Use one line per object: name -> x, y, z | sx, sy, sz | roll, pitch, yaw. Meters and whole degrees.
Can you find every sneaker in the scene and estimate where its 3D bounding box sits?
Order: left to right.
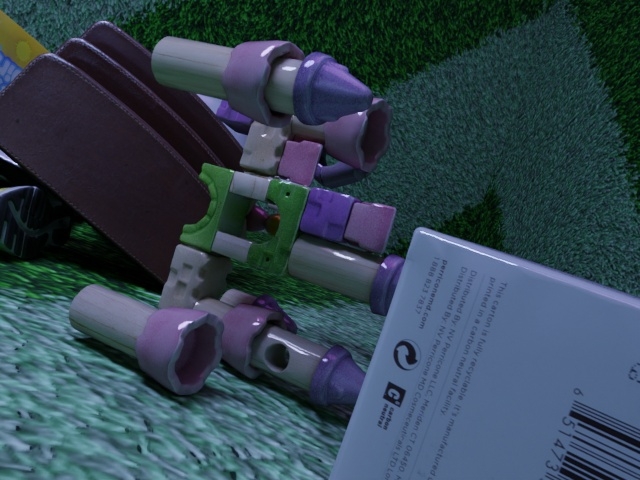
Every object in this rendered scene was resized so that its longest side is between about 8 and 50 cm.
sneaker -> -0.367, -0.027, 0.755 | 0.094, 0.081, 0.208 | 13, -3, -4

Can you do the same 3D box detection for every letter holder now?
letter holder -> -0.228, -0.116, 0.815 | 0.302, 0.214, 0.152 | 45, -5, -19

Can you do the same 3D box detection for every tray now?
tray -> -0.450, -0.099, 1.017 | 0.145, 0.030, 0.270 | 28, -13, -7

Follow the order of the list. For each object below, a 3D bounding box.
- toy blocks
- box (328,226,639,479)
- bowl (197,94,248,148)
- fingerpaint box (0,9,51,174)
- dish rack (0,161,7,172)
toy blocks -> 0.000, 0.000, 0.591 | 0.260, 0.288, 0.309 | 17, -1, 25
box -> 0.120, 0.109, 0.347 | 0.182, 0.181, 0.119 | 21, 3, 33
bowl -> -0.232, -0.085, 0.990 | 0.298, 0.297, 0.134 | 18, 26, -17
fingerpaint box -> -0.574, -0.238, 1.070 | 0.371, 0.163, 0.445 | 15, -12, 19
dish rack -> -0.550, -0.103, 0.778 | 0.272, 0.074, 0.208 | 15, -1, -39
